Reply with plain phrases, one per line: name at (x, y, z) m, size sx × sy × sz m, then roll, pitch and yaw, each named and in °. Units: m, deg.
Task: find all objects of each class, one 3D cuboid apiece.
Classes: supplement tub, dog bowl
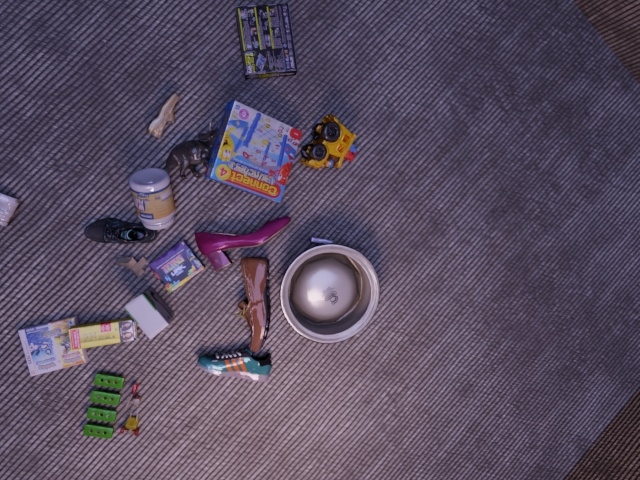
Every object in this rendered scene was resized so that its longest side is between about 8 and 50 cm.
supplement tub at (-0.627, -0.156, 1.658) m, size 0.144 × 0.144 × 0.200 m, roll -4°, pitch 130°, yaw -10°
dog bowl at (0.028, 0.203, 1.810) m, size 0.407 × 0.150 × 0.409 m, roll -1°, pitch 98°, yaw -10°

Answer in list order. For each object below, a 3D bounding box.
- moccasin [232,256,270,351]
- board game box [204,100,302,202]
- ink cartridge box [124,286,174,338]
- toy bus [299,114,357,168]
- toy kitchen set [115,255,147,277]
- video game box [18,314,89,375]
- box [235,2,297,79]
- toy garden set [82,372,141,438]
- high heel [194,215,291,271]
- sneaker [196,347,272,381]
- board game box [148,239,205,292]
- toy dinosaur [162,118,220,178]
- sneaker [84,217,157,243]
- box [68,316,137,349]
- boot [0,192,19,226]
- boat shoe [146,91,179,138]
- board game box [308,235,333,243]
moccasin at (-0.277, 0.257, 1.780) m, size 0.146 × 0.139 × 0.381 m, roll -1°, pitch 95°, yaw -4°
board game box at (-0.258, -0.339, 1.727) m, size 0.308 × 0.086 × 0.302 m, roll 17°, pitch 90°, yaw -31°
ink cartridge box at (-0.646, 0.271, 1.680) m, size 0.086 × 0.208 × 0.153 m, roll -39°, pitch 99°, yaw -9°
toy bus at (0.049, -0.371, 1.814) m, size 0.211 × 0.149 × 0.220 m, roll 30°, pitch 90°, yaw -26°
toy kitchen set at (-0.744, 0.092, 1.748) m, size 0.068 × 0.075 × 0.083 m, roll -61°, pitch 142°, yaw -38°
video game box at (-1.030, 0.406, 1.702) m, size 0.205 × 0.048 × 0.187 m, roll -13°, pitch 98°, yaw -9°
box at (-0.217, -0.802, 1.776) m, size 0.216 × 0.060 × 0.270 m, roll -9°, pitch 94°, yaw -9°
toy garden set at (-0.808, 0.659, 1.754) m, size 0.203 × 0.049 × 0.245 m, roll 13°, pitch 90°, yaw -8°
high heel at (-0.310, -0.042, 1.770) m, size 0.377 × 0.127 × 0.181 m, roll -32°, pitch 91°, yaw -11°
sneaker at (-0.345, 0.488, 1.799) m, size 0.301 × 0.108 × 0.121 m, roll 15°, pitch 89°, yaw -18°
board game box at (-0.573, 0.104, 1.765) m, size 0.170 × 0.048 × 0.141 m, roll -37°, pitch 99°, yaw -6°
toy dinosaur at (-0.506, -0.335, 1.738) m, size 0.313 × 0.121 × 0.161 m, roll -25°, pitch 85°, yaw -3°
sneaker at (-0.773, -0.036, 1.696) m, size 0.267 × 0.106 × 0.101 m, roll 0°, pitch 94°, yaw -8°
box at (-0.836, 0.357, 1.704) m, size 0.232 × 0.058 × 0.088 m, roll -4°, pitch 94°, yaw -22°
boot at (-1.261, -0.143, 1.608) m, size 0.258 × 0.095 × 0.124 m, roll 23°, pitch 82°, yaw -11°
boat shoe at (-0.602, -0.488, 1.729) m, size 0.072 × 0.068 × 0.190 m, roll 34°, pitch 97°, yaw -22°
board game box at (0.000, 0.000, 1.837) m, size 0.090 × 0.090 × 0.020 m, roll 9°, pitch 91°, yaw -10°
